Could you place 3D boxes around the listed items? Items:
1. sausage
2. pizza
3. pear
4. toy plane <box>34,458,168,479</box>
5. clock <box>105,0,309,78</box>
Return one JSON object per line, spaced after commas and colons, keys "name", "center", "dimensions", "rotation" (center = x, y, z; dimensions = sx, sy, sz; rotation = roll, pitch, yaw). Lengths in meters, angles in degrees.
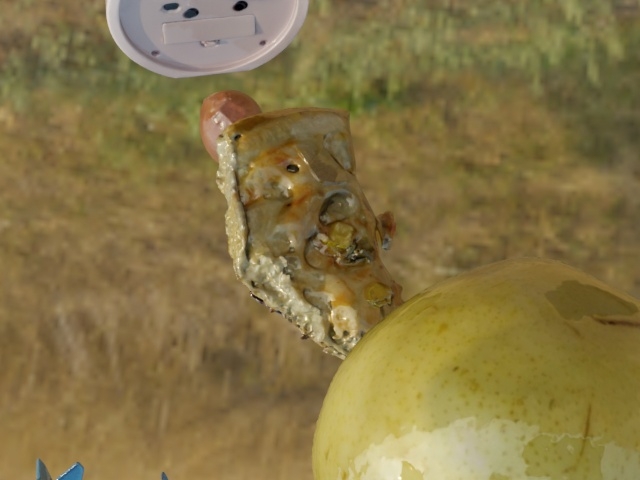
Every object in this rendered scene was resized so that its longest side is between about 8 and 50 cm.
{"name": "sausage", "center": [-0.096, -0.119, 1.933], "dimensions": [0.077, 0.077, 0.194], "rotation": [7, 171, 0]}
{"name": "pizza", "center": [0.000, 0.000, 1.709], "dimensions": [0.189, 0.297, 0.071], "rotation": [-2, 158, -35]}
{"name": "pear", "center": [0.151, 0.157, 1.330], "dimensions": [0.309, 0.309, 0.309], "rotation": [5, 157, 2]}
{"name": "toy plane", "center": [-0.269, 0.353, 2.021], "dimensions": [0.254, 0.105, 0.271], "rotation": [-21, 127, 9]}
{"name": "clock", "center": [-0.112, -0.247, 1.713], "dimensions": [0.197, 0.068, 0.197], "rotation": [-7, 142, -5]}
